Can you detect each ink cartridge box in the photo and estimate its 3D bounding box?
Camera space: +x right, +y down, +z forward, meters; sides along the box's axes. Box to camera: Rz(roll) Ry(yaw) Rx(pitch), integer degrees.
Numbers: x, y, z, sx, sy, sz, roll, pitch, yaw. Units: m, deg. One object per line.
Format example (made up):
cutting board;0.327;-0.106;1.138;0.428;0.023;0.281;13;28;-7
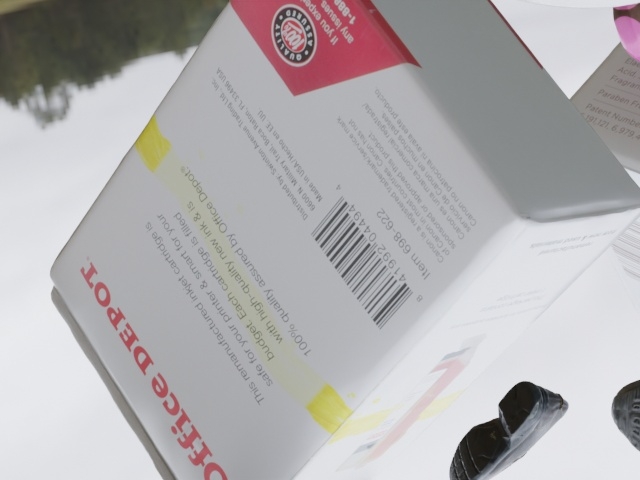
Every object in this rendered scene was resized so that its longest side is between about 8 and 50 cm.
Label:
ink cartridge box;0.000;0.000;1.137;0.160;0.279;0.385;-9;147;-48

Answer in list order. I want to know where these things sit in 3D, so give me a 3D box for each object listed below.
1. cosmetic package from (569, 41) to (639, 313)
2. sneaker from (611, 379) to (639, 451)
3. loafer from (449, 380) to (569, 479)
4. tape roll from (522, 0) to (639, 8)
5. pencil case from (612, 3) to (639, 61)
cosmetic package;0.509;-0.100;1.593;0.394;0.329;0.327;-48;-137;-12
sneaker;0.453;0.190;1.701;0.286;0.109;0.130;6;-163;-6
loafer;0.203;0.221;1.690;0.061;0.062;0.170;16;133;-30
tape roll;0.132;-0.255;0.740;0.246;0.246;0.169;-14;160;-9
pencil case;0.367;-0.244;1.424;0.098;0.095;0.209;15;146;-37
